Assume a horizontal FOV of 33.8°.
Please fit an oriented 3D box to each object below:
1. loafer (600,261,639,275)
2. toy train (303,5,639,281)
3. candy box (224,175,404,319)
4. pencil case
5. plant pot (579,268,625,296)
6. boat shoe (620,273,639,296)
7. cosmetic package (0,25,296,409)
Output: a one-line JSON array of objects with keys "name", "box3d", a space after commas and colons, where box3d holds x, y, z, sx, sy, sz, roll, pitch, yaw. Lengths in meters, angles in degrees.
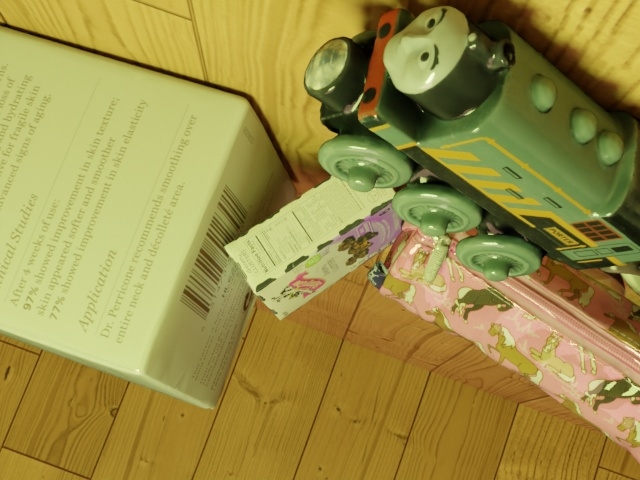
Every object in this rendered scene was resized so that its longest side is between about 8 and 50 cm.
[{"name": "loafer", "box3d": [0.369, 0.037, 1.040, 0.302, 0.095, 0.109, 28, 166, -33]}, {"name": "toy train", "box3d": [0.146, -0.075, 0.852, 0.334, 0.142, 0.190, 31, 152, -36]}, {"name": "candy box", "box3d": [0.000, 0.000, 1.248, 0.070, 0.196, 0.165, 55, 179, 17]}, {"name": "pencil case", "box3d": [0.246, 0.089, 1.125, 0.386, 0.167, 0.160, 34, 127, 10]}, {"name": "plant pot", "box3d": [0.263, 0.020, 1.304, 0.236, 0.032, 0.236, 19, 167, 4]}, {"name": "boat shoe", "box3d": [0.374, 0.043, 1.168, 0.184, 0.066, 0.063, 17, 172, -37]}, {"name": "cosmetic package", "box3d": [-0.284, -0.024, 1.290, 0.393, 0.329, 0.327, 18, 169, 13]}]
